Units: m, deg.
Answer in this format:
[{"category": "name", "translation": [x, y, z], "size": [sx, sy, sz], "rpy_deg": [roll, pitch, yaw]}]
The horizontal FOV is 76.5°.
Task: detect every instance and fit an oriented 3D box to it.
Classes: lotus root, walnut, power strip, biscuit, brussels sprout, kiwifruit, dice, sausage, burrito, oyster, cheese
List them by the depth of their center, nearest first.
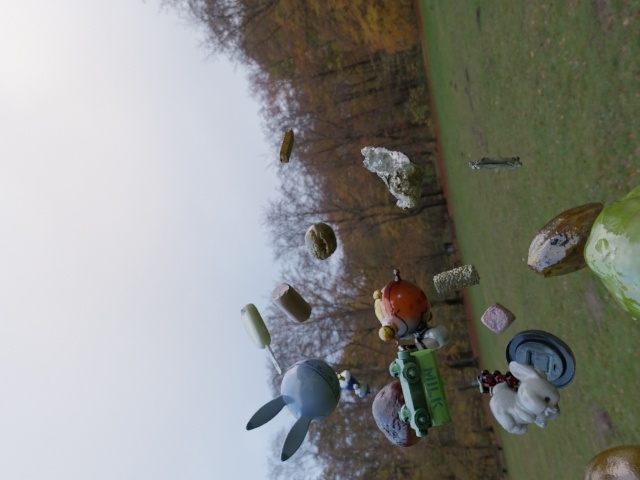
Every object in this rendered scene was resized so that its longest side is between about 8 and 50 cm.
[{"category": "brussels sprout", "translation": [0.736, 0.024, 0.857], "size": [0.247, 0.328, 0.328], "rpy_deg": [50, -150, -32]}, {"category": "kiwifruit", "translation": [0.745, 0.597, 0.957], "size": [0.196, 0.196, 0.234], "rpy_deg": [-80, 12, -50]}, {"category": "oyster", "translation": [0.214, -0.189, 1.146], "size": [0.166, 0.110, 0.341], "rpy_deg": [46, -171, -19]}, {"category": "lotus root", "translation": [0.817, 0.013, 1.322], "size": [0.193, 0.291, 0.193], "rpy_deg": [43, -158, -22]}, {"category": "cheese", "translation": [-0.190, 0.332, 1.350], "size": [0.251, 0.054, 0.127], "rpy_deg": [54, 153, 26]}, {"category": "burrito", "translation": [0.595, -0.261, 1.376], "size": [0.051, 0.171, 0.042], "rpy_deg": [-93, 4, -56]}, {"category": "biscuit", "translation": [0.514, 0.147, 1.540], "size": [0.070, 0.169, 0.082], "rpy_deg": [-19, -90, -69]}, {"category": "power strip", "translation": [-0.125, -0.363, 1.541], "size": [0.049, 0.028, 0.178], "rpy_deg": [75, -161, -52]}, {"category": "dice", "translation": [0.682, 0.298, 1.556], "size": [0.094, 0.091, 0.093], "rpy_deg": [41, -163, 28]}, {"category": "walnut", "translation": [0.000, 0.000, 1.930], "size": [0.155, 0.156, 0.184], "rpy_deg": [-80, -23, -50]}, {"category": "sausage", "translation": [-0.150, 0.312, 2.056], "size": [0.253, 0.123, 0.123], "rpy_deg": [55, -151, -43]}]

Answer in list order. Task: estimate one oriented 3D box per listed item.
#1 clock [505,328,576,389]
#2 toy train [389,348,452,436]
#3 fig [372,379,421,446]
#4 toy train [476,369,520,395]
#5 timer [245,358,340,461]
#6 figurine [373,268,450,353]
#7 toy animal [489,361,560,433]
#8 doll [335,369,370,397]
[{"category": "clock", "translation": [0.781, 0.423, 1.447], "size": [0.049, 0.226, 0.225], "rpy_deg": [-25, -74, -45]}, {"category": "toy train", "translation": [0.312, 0.449, 1.228], "size": [0.105, 0.157, 0.253], "rpy_deg": [144, 115, -69]}, {"category": "fig", "translation": [0.328, 0.683, 1.638], "size": [0.224, 0.224, 0.263], "rpy_deg": [46, -121, -62]}, {"category": "toy train", "translation": [0.603, 0.489, 1.378], "size": [0.050, 0.138, 0.086], "rpy_deg": [-5, -84, -79]}, {"category": "timer", "translation": [-0.054, 0.428, 1.051], "size": [0.255, 0.175, 0.175], "rpy_deg": [-50, -43, -26]}, {"category": "figurine", "translation": [0.334, 0.281, 1.532], "size": [0.320, 0.196, 0.323], "rpy_deg": [-10, -124, -47]}, {"category": "toy animal", "translation": [0.619, 0.481, 1.242], "size": [0.128, 0.193, 0.178], "rpy_deg": [25, -160, -24]}, {"category": "doll", "translation": [0.105, 0.454, 1.284], "size": [0.143, 0.099, 0.057], "rpy_deg": [34, -101, -23]}]
